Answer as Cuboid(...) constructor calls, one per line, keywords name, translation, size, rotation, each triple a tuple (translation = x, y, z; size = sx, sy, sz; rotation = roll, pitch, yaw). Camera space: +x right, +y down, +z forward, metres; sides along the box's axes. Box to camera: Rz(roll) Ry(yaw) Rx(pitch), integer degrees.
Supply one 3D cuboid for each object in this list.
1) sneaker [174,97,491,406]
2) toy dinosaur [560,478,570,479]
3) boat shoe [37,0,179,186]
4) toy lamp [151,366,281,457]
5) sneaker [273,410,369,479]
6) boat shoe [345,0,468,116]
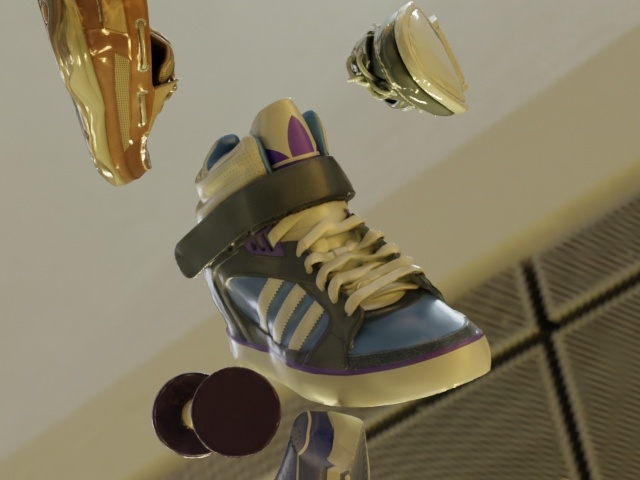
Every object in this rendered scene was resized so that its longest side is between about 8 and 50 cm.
Cuboid(name="sneaker", translation=(0.000, 0.000, 1.414), size=(0.323, 0.130, 0.236), rotation=(7, -67, 55))
Cuboid(name="toy dinosaur", translation=(0.288, 0.198, 1.246), size=(0.211, 0.064, 0.112), rotation=(-30, -134, 32))
Cuboid(name="boat shoe", translation=(-0.200, -0.160, 1.727), size=(0.116, 0.324, 0.123), rotation=(-19, -114, -5))
Cuboid(name="toy lamp", translation=(-0.096, 0.146, 1.417), size=(0.275, 0.080, 0.080), rotation=(147, -44, -76))
Cuboid(name="sneaker", translation=(-0.065, 0.292, 1.362), size=(0.127, 0.182, 0.315), rotation=(-64, 163, -70))
Cuboid(name="boat shoe", translation=(0.080, -0.162, 1.647), size=(0.099, 0.319, 0.116), rotation=(-25, -86, 11))
